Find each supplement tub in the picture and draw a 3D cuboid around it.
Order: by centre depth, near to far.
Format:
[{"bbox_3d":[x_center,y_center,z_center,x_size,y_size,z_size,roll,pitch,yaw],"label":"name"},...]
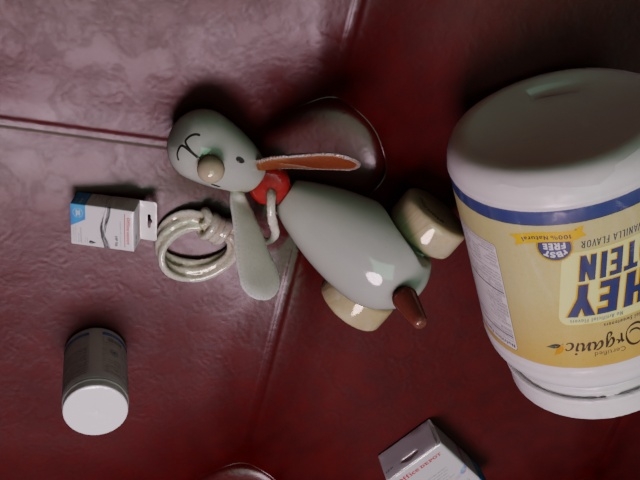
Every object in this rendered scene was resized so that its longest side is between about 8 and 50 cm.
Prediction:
[{"bbox_3d":[0.269,0.007,0.998,0.228,0.228,0.316,-19,122,-1],"label":"supplement tub"},{"bbox_3d":[-0.245,0.151,1.042,0.071,0.107,0.071,-5,121,-9],"label":"supplement tub"}]

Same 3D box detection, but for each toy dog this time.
[{"bbox_3d":[0.000,0.000,0.974,0.333,0.161,0.220,9,118,-17],"label":"toy dog"}]

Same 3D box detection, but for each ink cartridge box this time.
[{"bbox_3d":[-0.212,-0.018,0.983,0.083,0.028,0.048,7,120,2],"label":"ink cartridge box"},{"bbox_3d":[0.148,0.302,1.250,0.088,0.052,0.122,-38,122,11],"label":"ink cartridge box"}]
